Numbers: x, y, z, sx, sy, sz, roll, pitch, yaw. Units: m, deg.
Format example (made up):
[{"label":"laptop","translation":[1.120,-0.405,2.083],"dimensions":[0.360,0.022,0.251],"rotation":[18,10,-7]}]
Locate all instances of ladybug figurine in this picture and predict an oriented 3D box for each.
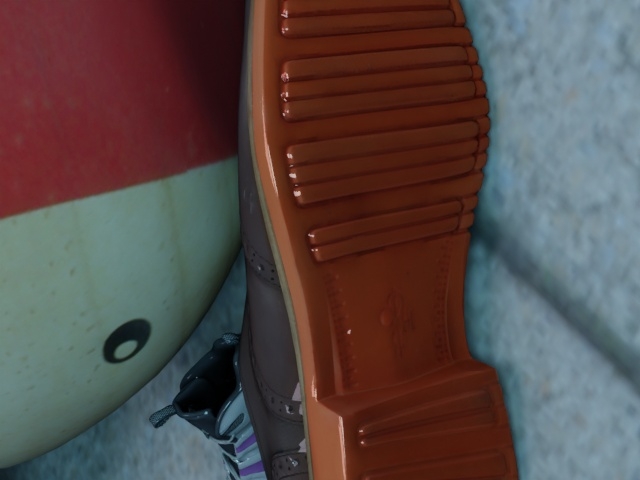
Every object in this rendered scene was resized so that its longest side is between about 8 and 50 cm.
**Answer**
[{"label":"ladybug figurine","translation":[-0.138,-0.139,0.688],"dimensions":[0.162,0.305,0.449],"rotation":[-15,100,16]}]

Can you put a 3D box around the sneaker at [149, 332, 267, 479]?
[{"label":"sneaker","translation":[-0.039,0.075,0.733],"dimensions":[0.038,0.069,0.098],"rotation":[38,121,44]}]

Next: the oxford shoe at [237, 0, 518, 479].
[{"label":"oxford shoe","translation":[0.000,0.000,0.662],"dimensions":[0.098,0.097,0.271],"rotation":[-5,89,57]}]
